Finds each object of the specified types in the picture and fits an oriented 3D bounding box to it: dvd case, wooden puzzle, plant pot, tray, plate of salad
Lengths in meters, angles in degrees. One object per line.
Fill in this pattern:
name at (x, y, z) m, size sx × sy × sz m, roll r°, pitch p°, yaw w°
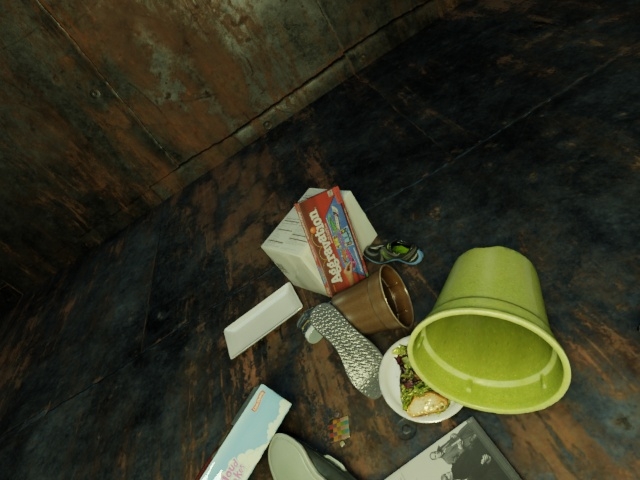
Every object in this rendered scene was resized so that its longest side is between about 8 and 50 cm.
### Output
dvd case at (0.234, 0.457, 0.779) m, size 0.238 × 0.030 × 0.179 m, roll -36°, pitch 35°, yaw 1°
wooden puzzle at (0.044, 0.430, 0.991) m, size 0.049 × 0.006 × 0.083 m, roll -24°, pitch 36°, yaw 17°
plant pot at (0.338, 0.154, 0.874) m, size 0.276 × 0.276 × 0.254 m, roll -10°, pitch 30°, yaw 32°
tray at (-0.179, 0.253, 1.366) m, size 0.270 × 0.030 × 0.145 m, roll -36°, pitch 36°, yaw 0°
plant pot at (0.126, 0.169, 1.106) m, size 0.165 × 0.167 × 0.167 m, roll -27°, pitch 35°, yaw 27°
plate of salad at (0.222, 0.288, 0.939) m, size 0.199 × 0.048 × 0.200 m, roll -11°, pitch 49°, yaw 13°

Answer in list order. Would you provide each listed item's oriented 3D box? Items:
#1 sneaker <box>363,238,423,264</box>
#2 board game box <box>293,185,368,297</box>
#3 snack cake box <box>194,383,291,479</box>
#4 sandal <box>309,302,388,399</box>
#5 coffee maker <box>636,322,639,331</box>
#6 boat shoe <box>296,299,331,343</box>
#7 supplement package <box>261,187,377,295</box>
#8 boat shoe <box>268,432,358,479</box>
sneaker at (0.206, 0.026, 1.260) m, size 0.188 × 0.078 × 0.067 m, roll 1°, pitch 49°, yaw 42°
board game box at (0.035, 0.003, 1.228) m, size 0.145 × 0.282 × 0.027 m, roll -27°, pitch 13°, yaw -29°
snack cake box at (-0.183, 0.473, 1.001) m, size 0.264 × 0.089 × 0.152 m, roll -56°, pitch 1°, yaw -26°
sandal at (0.074, 0.256, 1.039) m, size 0.097 × 0.054 × 0.255 m, roll -35°, pitch 71°, yaw -6°
coffee maker at (0.624, 0.204, 0.688) m, size 0.171 × 0.120 × 0.178 m, roll 6°, pitch 50°, yaw 14°
boat shoe at (0.011, 0.201, 1.233) m, size 0.183 × 0.065 × 0.083 m, roll -44°, pitch 37°, yaw -9°
supplement package at (0.000, 0.000, 1.358) m, size 0.198 × 0.199 × 0.263 m, roll 11°, pitch 56°, yaw 47°
boat shoe at (0.001, 0.496, 0.884) m, size 0.302 × 0.091 × 0.114 m, roll 24°, pitch 97°, yaw 50°
